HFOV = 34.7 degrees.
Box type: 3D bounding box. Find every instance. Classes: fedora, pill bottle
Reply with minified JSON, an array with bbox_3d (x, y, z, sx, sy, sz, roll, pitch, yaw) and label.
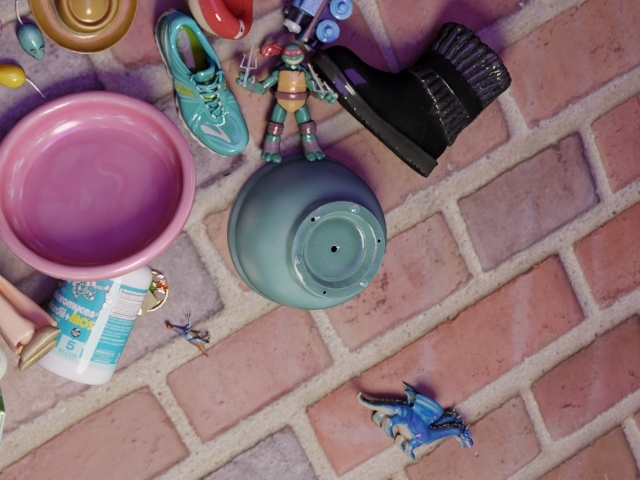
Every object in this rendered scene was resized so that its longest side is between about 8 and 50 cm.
[{"bbox_3d":[-0.381,-0.402,1.668,0.194,0.079,0.194,-4,102,-20],"label":"fedora"},{"bbox_3d":[-0.378,0.100,1.740,0.146,0.146,0.264,22,92,-24],"label":"pill bottle"}]

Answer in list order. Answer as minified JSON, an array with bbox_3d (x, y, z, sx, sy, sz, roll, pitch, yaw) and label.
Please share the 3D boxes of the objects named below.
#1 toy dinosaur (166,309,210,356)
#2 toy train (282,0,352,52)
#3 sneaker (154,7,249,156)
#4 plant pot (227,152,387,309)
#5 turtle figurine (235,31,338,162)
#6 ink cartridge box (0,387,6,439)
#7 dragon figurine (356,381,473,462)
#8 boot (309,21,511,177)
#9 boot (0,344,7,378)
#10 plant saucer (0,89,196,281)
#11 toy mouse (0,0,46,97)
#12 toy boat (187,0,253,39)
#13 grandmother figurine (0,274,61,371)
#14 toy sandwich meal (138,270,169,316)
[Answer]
[{"bbox_3d":[-0.242,0.176,1.867,0.082,0.047,0.090,8,110,-4],"label":"toy dinosaur"},{"bbox_3d":[0.005,-0.429,1.816,0.105,0.080,0.184,30,92,-15],"label":"toy train"},{"bbox_3d":[-0.203,-0.263,1.750,0.107,0.110,0.275,-31,111,-13],"label":"sneaker"},{"bbox_3d":[0.000,0.000,1.838,0.293,0.196,0.293,-5,103,-20],"label":"plant pot"},{"bbox_3d":[-0.051,-0.257,1.803,0.175,0.118,0.234,5,117,11],"label":"turtle figurine"},{"bbox_3d":[-0.618,0.255,1.603,0.211,0.289,0.122,9,101,-22],"label":"ink cartridge box"},{"bbox_3d":[0.185,0.341,2.040,0.144,0.085,0.289,-47,114,-6],"label":"dragon figurine"},{"bbox_3d":[0.166,-0.307,1.868,0.348,0.131,0.260,38,93,-34],"label":"boot"},{"bbox_3d":[-0.592,0.152,1.634,0.244,0.176,0.088,34,74,4],"label":"boot"},{"bbox_3d":[-0.367,-0.082,1.667,0.332,0.084,0.332,0,67,-1],"label":"plant saucer"},{"bbox_3d":[-0.505,-0.322,1.663,0.161,0.031,0.143,15,95,-23],"label":"toy mouse"},{"bbox_3d":[-0.123,-0.448,1.701,0.151,0.151,0.231,-3,108,-65],"label":"toy boat"},{"bbox_3d":[-0.558,0.053,1.634,0.342,0.208,0.104,48,54,3],"label":"grandmother figurine"},{"bbox_3d":[-0.309,0.094,1.828,0.085,0.029,0.086,-4,103,-20],"label":"toy sandwich meal"}]
